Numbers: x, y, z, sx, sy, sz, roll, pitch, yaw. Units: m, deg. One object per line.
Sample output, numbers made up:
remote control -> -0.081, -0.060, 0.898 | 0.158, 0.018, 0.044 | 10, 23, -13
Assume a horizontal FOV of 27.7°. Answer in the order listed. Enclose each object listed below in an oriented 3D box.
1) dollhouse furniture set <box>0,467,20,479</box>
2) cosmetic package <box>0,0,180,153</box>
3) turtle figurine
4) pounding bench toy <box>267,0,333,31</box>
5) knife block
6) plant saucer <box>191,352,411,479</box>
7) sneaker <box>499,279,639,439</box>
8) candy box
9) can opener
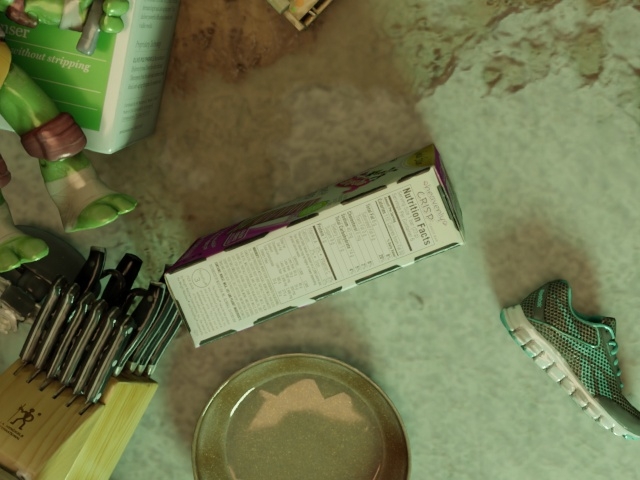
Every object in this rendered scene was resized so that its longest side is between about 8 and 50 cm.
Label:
dollhouse furniture set -> -0.315, 0.341, 1.033 | 0.286, 0.198, 0.303 | 25, 131, 20
cosmetic package -> -0.207, -0.274, 1.058 | 0.197, 0.155, 0.365 | 12, 102, 4
turtle figurine -> -0.214, -0.125, 0.908 | 0.275, 0.198, 0.266 | -19, 102, 13
pounding bench toy -> -0.011, -0.216, 1.084 | 0.065, 0.083, 0.052 | -44, 93, 11
knife block -> -0.204, 0.141, 1.134 | 0.088, 0.242, 0.275 | 29, 137, 17
plant saucer -> -0.016, 0.194, 1.179 | 0.199, 0.036, 0.198 | 1, 100, 5
sneaker -> 0.236, 0.102, 1.129 | 0.076, 0.065, 0.166 | -44, 95, 6
candy box -> 0.000, 0.000, 1.082 | 0.233, 0.159, 0.071 | -21, 98, 8
can opener -> -0.330, -0.008, 1.166 | 0.280, 0.074, 0.093 | 35, 67, -3
